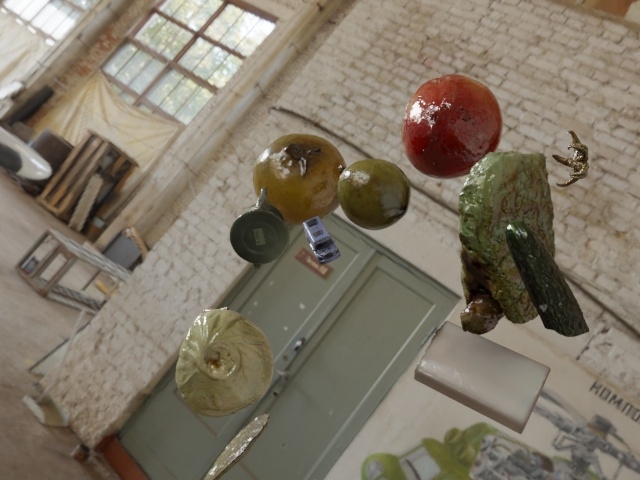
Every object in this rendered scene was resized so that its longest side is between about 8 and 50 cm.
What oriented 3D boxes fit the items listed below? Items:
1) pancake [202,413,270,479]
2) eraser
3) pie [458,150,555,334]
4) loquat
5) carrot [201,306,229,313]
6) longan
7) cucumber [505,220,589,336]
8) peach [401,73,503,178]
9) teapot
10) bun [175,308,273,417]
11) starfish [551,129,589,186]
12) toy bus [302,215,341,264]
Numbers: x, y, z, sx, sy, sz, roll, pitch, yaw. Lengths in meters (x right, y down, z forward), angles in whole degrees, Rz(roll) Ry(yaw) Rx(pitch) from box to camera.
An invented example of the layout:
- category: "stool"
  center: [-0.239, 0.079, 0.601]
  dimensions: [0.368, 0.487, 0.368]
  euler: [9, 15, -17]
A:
- category: "pancake"
  center: [-0.203, 0.503, 1.361]
  dimensions: [0.029, 0.235, 0.212]
  euler: [45, -43, 0]
- category: "eraser"
  center: [0.382, 0.316, 1.347]
  dimensions: [0.270, 0.174, 0.094]
  euler: [23, -35, 27]
- category: "pie"
  center: [0.453, -0.022, 1.327]
  dimensions: [0.180, 0.395, 0.417]
  euler: [10, -66, 37]
- category: "loquat"
  center: [-0.064, -0.196, 1.944]
  dimensions: [0.328, 0.328, 0.359]
  euler: [36, -27, 20]
- category: "carrot"
  center: [-0.324, 0.222, 1.738]
  dimensions: [0.142, 0.035, 0.035]
  euler: [-14, -46, 44]
- category: "longan"
  center: [0.100, -0.100, 1.140]
  dimensions: [0.176, 0.145, 0.154]
  euler: [45, -19, 29]
- category: "cucumber"
  center: [0.421, 0.070, 1.071]
  dimensions: [0.074, 0.075, 0.241]
  euler: [64, 5, -73]
- category: "peach"
  center: [0.434, -0.378, 1.896]
  dimensions: [0.370, 0.370, 0.370]
  euler: [38, -7, 6]
- category: "teapot"
  center: [-0.171, -0.029, 1.606]
  dimensions: [0.163, 0.239, 0.149]
  euler: [4, 25, -6]
- category: "bun"
  center: [-0.229, 0.283, 1.277]
  dimensions: [0.244, 0.244, 0.153]
  euler: [37, -1, 9]
- category: "starfish"
  center: [0.884, -0.288, 1.997]
  dimensions: [0.074, 0.189, 0.146]
  euler: [1, -5, -8]
- category: "toy bus"
  center: [0.000, 0.000, 1.705]
  dimensions: [0.167, 0.073, 0.076]
  euler: [-120, -172, -53]
